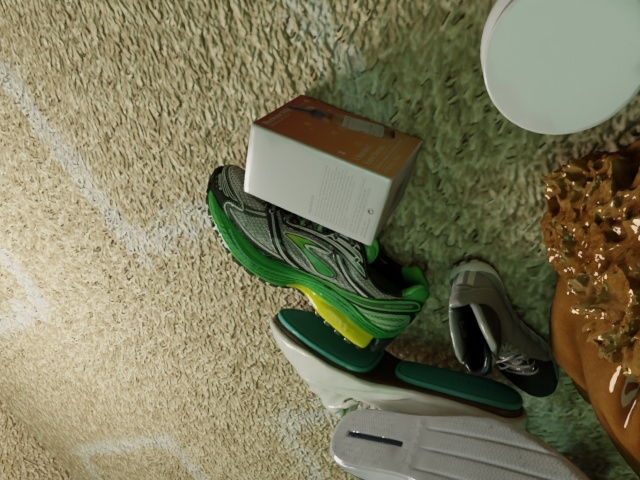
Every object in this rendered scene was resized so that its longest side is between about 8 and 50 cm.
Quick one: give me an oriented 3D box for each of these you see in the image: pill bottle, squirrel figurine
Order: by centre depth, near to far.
[{"bbox_3d":[0.195,-0.164,0.378,0.119,0.208,0.119,13,125,20],"label":"pill bottle"},{"bbox_3d":[0.308,0.109,0.386,0.281,0.370,0.397,-19,109,35],"label":"squirrel figurine"}]

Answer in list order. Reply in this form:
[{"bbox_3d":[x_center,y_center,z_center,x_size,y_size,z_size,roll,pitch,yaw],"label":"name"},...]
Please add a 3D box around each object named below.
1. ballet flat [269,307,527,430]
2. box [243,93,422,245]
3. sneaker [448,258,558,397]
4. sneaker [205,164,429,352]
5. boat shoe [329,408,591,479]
[{"bbox_3d":[0.086,0.223,0.701,0.400,0.139,0.139,17,126,23],"label":"ballet flat"},{"bbox_3d":[0.016,-0.091,0.569,0.170,0.130,0.091,24,128,12],"label":"box"},{"bbox_3d":[0.225,0.147,0.607,0.086,0.132,0.229,-30,102,37],"label":"sneaker"},{"bbox_3d":[0.000,0.000,0.653,0.343,0.134,0.146,35,123,-8],"label":"sneaker"},{"bbox_3d":[0.162,0.278,0.558,0.335,0.121,0.119,-3,136,49],"label":"boat shoe"}]
